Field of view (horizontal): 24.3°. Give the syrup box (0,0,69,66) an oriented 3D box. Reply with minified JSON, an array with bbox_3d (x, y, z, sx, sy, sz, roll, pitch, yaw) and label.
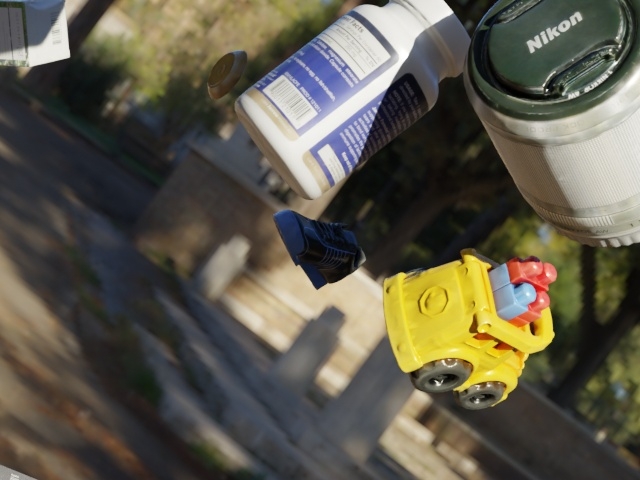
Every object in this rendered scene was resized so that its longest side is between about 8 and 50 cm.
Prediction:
[{"bbox_3d":[-0.482,-0.304,2.119,0.237,0.093,0.096,7,18,28],"label":"syrup box"}]

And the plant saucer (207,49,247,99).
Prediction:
[{"bbox_3d":[-0.138,-0.241,2.134,0.015,0.083,0.083,33,0,-30],"label":"plant saucer"}]

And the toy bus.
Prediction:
[{"bbox_3d":[0.217,0.098,1.871,0.220,0.211,0.149,28,42,-45],"label":"toy bus"}]

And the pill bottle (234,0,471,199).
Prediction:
[{"bbox_3d":[0.043,-0.181,1.754,0.153,0.264,0.153,52,-5,6],"label":"pill bottle"}]

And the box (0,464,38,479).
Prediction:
[{"bbox_3d":[-0.498,0.356,1.949,0.307,0.076,0.242,27,-41,-24],"label":"box"}]

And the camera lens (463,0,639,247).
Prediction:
[{"bbox_3d":[0.293,-0.145,1.623,0.219,0.219,0.274,35,-11,39],"label":"camera lens"}]

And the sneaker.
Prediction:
[{"bbox_3d":[0.000,0.000,2.146,0.081,0.090,0.232,65,5,22],"label":"sneaker"}]
